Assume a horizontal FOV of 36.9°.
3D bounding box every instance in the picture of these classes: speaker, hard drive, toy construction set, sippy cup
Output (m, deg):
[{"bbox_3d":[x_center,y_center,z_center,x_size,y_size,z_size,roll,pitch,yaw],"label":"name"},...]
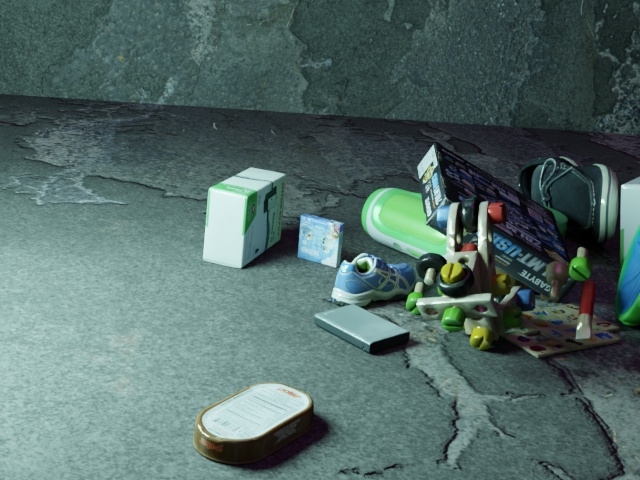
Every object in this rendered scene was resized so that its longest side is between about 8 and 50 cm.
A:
[{"bbox_3d":[0.224,-0.020,1.985,0.131,0.131,0.297,-11,24,-41],"label":"speaker"},{"bbox_3d":[0.068,0.146,1.598,0.094,0.022,0.135,-11,24,-41],"label":"hard drive"},{"bbox_3d":[0.291,0.100,1.559,0.309,0.257,0.237,13,41,9],"label":"toy construction set"},{"bbox_3d":[0.681,0.070,1.729,0.224,0.240,0.305,18,63,6],"label":"sippy cup"}]

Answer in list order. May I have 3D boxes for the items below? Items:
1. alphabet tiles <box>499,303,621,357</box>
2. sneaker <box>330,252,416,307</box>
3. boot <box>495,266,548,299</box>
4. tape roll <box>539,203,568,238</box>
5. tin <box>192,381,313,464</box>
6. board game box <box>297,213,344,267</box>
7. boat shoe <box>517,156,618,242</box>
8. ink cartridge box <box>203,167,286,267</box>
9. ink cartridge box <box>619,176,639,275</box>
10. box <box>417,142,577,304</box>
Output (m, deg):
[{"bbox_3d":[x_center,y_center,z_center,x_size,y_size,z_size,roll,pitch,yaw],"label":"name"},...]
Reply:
[{"bbox_3d":[0.407,0.150,1.710,0.237,0.009,0.198,-5,21,-31],"label":"alphabet tiles"},{"bbox_3d":[0.107,0.066,1.760,0.080,0.081,0.211,18,20,37],"label":"sneaker"},{"bbox_3d":[0.388,0.057,1.892,0.197,0.073,0.152,19,20,2],"label":"boot"},{"bbox_3d":[0.385,-0.046,2.142,0.321,0.077,0.321,9,15,-2],"label":"tape roll"},{"bbox_3d":[-0.084,0.237,1.261,0.106,0.040,0.190,22,24,30],"label":"tin"},{"bbox_3d":[0.000,0.000,1.913,0.090,0.090,0.020,14,22,26],"label":"board game box"},{"bbox_3d":[0.585,-0.105,2.278,0.156,0.186,0.500,-1,13,-2],"label":"boat shoe"},{"bbox_3d":[-0.148,-0.050,1.922,0.087,0.153,0.208,12,20,16],"label":"ink cartridge box"},{"bbox_3d":[0.745,-0.042,2.066,0.117,0.201,0.278,5,14,35],"label":"ink cartridge box"},{"bbox_3d":[0.326,-0.040,1.797,0.296,0.073,0.293,29,25,-11],"label":"box"}]
